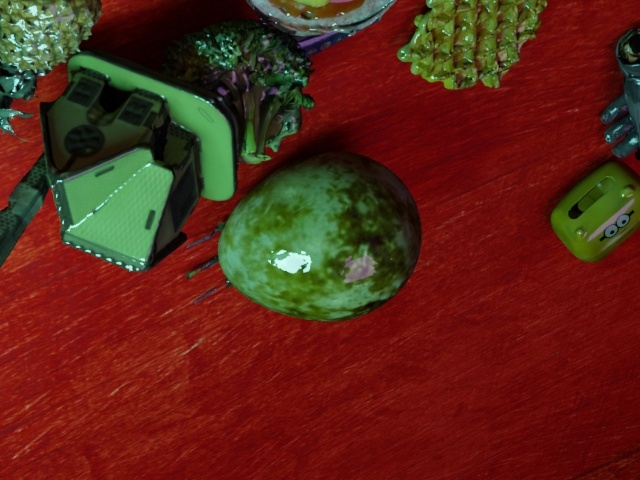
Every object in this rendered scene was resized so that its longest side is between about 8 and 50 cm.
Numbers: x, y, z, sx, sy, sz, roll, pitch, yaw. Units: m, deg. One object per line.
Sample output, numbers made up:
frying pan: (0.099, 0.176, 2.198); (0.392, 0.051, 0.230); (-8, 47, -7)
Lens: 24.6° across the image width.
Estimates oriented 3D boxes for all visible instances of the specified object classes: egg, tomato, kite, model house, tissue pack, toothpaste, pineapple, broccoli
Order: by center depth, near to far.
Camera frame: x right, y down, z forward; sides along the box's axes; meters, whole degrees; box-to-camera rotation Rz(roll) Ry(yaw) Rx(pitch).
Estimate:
pineapple: (-0.333, -0.192, 1.597); (0.125, 0.125, 0.251); (5, 134, -48)
model house: (-0.245, -0.039, 1.668); (0.205, 0.218, 0.279); (90, 23, -56)
tomato: (0.009, -0.351, 1.693); (0.199, 0.112, 0.228); (23, 123, -16)
broccoli: (-0.102, -0.178, 1.777); (0.198, 0.226, 0.176); (-15, 100, -16)
toothpaste: (0.009, -0.271, 1.909); (0.197, 0.035, 0.057); (-28, 139, -11)
egg: (0.000, 0.000, 2.061); (0.289, 0.238, 0.238); (-19, 146, -8)
kite: (-0.132, 0.015, 2.164); (0.160, 0.010, 0.183); (-30, 152, -18)
tissue pack: (0.497, -0.054, 2.596); (0.178, 0.123, 0.127); (-41, 148, 7)

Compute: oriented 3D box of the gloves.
gloves: (0.531, -0.224, 2.411); (0.119, 0.142, 0.285); (-4, 145, 0)

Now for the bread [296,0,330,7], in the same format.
bread: (-0.079, -0.341, 1.576); (0.245, 0.102, 0.094); (26, 126, -10)

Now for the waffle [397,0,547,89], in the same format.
waffle: (0.223, -0.313, 2.047); (0.243, 0.059, 0.238); (13, 122, -50)
